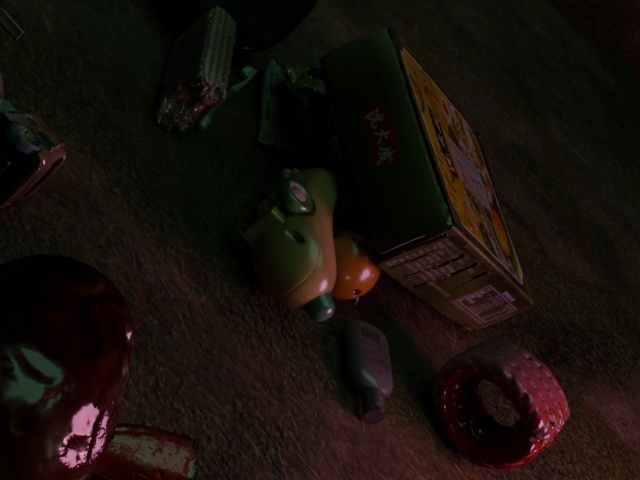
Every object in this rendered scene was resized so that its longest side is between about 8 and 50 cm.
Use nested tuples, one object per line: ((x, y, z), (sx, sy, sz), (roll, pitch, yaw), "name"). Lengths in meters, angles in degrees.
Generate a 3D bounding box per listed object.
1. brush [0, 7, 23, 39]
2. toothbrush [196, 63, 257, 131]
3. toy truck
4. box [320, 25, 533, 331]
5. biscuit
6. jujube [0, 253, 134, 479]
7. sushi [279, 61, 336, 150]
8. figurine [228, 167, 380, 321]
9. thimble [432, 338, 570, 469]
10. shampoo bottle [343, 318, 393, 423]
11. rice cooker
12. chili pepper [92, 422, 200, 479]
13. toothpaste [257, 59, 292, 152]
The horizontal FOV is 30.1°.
((-0.437, -0.310, 1.625), (0.083, 0.016, 0.013), (48, 17, -4), "brush")
((-0.152, -0.234, 1.921), (0.025, 0.019, 0.275), (40, 30, -6), "toothbrush")
((-0.409, -0.162, 1.405), (0.256, 0.108, 0.140), (49, 16, 4), "toy truck")
((0.177, -0.086, 1.921), (0.420, 0.138, 0.372), (38, 34, -57), "box")
((-0.187, -0.261, 1.815), (0.062, 0.108, 0.238), (41, 29, -26), "biscuit")
((-0.289, 0.131, 1.136), (0.223, 0.223, 0.318), (44, 22, -9), "jujube")
((0.010, -0.251, 2.021), (0.291, 0.131, 0.139), (-51, 133, -62), "sushi")
((0.000, 0.000, 1.753), (0.222, 0.124, 0.324), (46, 25, -7), "figurine")
((0.264, 0.245, 1.782), (0.189, 0.163, 0.125), (43, 27, 18), "thimble")
((0.070, 0.189, 1.708), (0.080, 0.040, 0.165), (32, 34, -29), "shampoo bottle")
((-0.139, -0.459, 1.976), (0.267, 0.267, 0.224), (17, 35, -44), "rice cooker")
((-0.217, 0.231, 1.259), (0.169, 0.065, 0.088), (20, 54, -31), "chili pepper")
((-0.079, -0.229, 1.998), (0.064, 0.041, 0.218), (20, 42, -24), "toothpaste")
